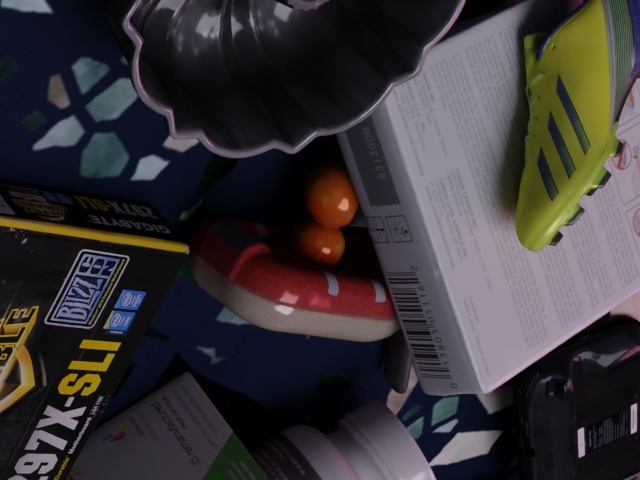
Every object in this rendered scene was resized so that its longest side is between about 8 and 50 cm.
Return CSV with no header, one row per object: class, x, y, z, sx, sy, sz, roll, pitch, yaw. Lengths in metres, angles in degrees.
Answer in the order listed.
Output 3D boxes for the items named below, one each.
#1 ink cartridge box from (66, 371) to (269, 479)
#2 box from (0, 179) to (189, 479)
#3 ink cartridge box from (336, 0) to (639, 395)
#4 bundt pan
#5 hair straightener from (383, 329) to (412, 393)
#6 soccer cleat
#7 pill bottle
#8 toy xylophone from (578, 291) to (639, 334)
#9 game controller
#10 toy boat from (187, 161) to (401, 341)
ink cartridge box,-0.183,0.289,1.732,0.278,0.201,0.117,-32,139,-11
box,-0.293,0.101,1.573,0.257,0.079,0.322,8,119,-45
ink cartridge box,0.202,-0.072,1.719,0.385,0.091,0.308,-29,106,-37
bundt pan,-0.035,-0.233,1.444,0.330,0.124,0.331,-22,136,-23
hair straightener,0.085,0.068,1.873,0.089,0.047,0.230,-19,135,-26
soccer cleat,0.223,-0.125,1.644,0.289,0.121,0.093,-65,-177,-17
pill bottle,-0.041,0.301,1.880,0.318,0.176,0.176,-32,140,-12
toy xylophone,0.344,0.090,2.073,0.236,0.081,0.323,-15,137,-11
game controller,0.304,0.215,2.087,0.166,0.067,0.319,-29,140,-17
toy boat,0.000,0.000,1.674,0.231,0.151,0.151,9,108,-44
